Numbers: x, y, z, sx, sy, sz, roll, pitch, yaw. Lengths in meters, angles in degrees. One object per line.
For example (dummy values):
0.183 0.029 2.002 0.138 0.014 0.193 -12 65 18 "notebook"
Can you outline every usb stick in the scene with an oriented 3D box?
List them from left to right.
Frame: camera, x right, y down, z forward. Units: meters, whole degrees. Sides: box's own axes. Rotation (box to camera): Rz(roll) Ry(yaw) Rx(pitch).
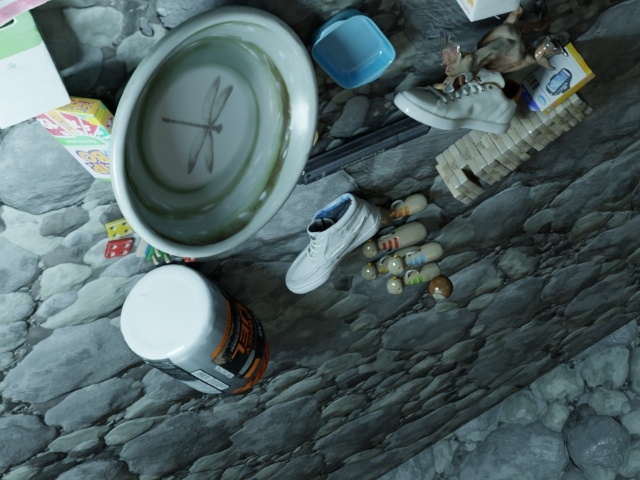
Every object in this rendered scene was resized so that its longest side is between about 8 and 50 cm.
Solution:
0.079 -0.174 1.995 0.278 0.045 0.077 -23 178 -5 "usb stick"

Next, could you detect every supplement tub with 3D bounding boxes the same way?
-0.243 0.196 2.179 0.207 0.207 0.338 -31 151 8 "supplement tub"

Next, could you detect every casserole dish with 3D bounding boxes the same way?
0.050 -0.320 1.758 0.114 0.037 0.188 -34 151 13 "casserole dish"

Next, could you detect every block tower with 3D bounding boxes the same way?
0.389 -0.213 2.143 0.335 0.097 0.091 -39 149 19 "block tower"

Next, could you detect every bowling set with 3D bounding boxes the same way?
0.185 0.051 2.310 0.154 0.199 0.287 -20 146 -8 "bowling set"

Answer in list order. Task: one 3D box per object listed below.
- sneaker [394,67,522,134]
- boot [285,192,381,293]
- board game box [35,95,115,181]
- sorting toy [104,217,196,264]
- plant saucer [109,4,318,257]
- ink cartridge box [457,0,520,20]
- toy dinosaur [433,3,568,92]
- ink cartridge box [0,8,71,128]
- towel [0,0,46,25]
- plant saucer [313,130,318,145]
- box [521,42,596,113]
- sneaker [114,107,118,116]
0.258 -0.273 1.958 0.290 0.106 0.123 -2 126 -42 "sneaker"
0.000 0.000 2.195 0.258 0.095 0.123 -44 141 13 "boot"
-0.342 -0.148 1.657 0.124 0.039 0.259 10 162 21 "board game box"
-0.275 -0.006 1.995 0.275 0.046 0.132 -7 145 -31 "sorting toy"
-0.177 -0.174 1.654 0.400 0.101 0.400 -25 128 -38 "plant saucer"
0.269 -0.427 1.703 0.090 0.092 0.143 -17 149 -15 "ink cartridge box"
0.310 -0.333 1.872 0.200 0.127 0.296 -30 168 26 "toy dinosaur"
-0.428 -0.255 1.454 0.109 0.062 0.209 -22 149 -7 "ink cartridge box"
-0.431 -0.342 1.286 0.144 0.029 0.197 -31 132 -2 "towel"
-0.045 -0.183 1.925 0.083 0.015 0.083 -20 151 -12 "plant saucer"
0.454 -0.308 2.053 0.136 0.081 0.028 -39 149 23 "box"
-0.245 -0.177 1.727 0.092 0.088 0.225 -55 144 5 "sneaker"
